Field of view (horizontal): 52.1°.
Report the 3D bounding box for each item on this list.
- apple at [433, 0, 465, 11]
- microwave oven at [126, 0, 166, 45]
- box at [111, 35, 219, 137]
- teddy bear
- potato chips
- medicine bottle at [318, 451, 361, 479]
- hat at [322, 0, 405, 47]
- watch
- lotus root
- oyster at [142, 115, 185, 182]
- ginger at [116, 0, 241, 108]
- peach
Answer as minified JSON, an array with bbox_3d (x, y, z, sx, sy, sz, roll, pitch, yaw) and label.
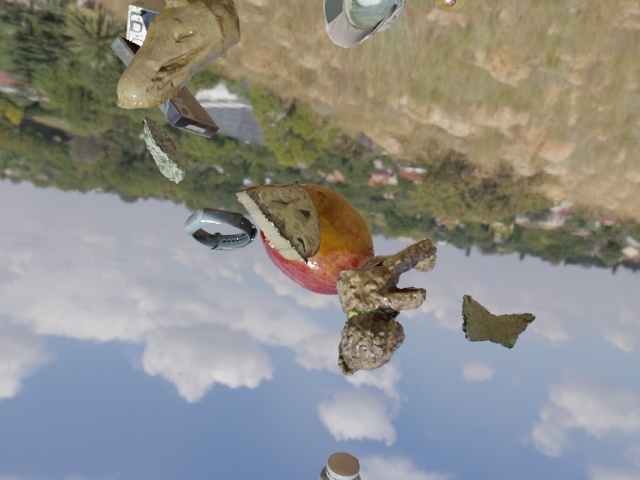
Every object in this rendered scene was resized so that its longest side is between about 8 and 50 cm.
[{"bbox_3d":[0.329,-0.620,1.666,0.071,0.084,0.084,46,161,-29],"label":"apple"},{"bbox_3d":[-0.449,-0.634,1.995,0.240,0.145,0.194,13,-146,-5],"label":"microwave oven"},{"bbox_3d":[-0.429,-0.424,1.818,0.325,0.047,0.180,50,-163,18],"label":"box"},{"bbox_3d":[0.153,0.142,1.450,0.296,0.223,0.246,-19,176,-41],"label":"teddy bear"},{"bbox_3d":[0.417,0.190,1.558,0.228,0.059,0.167,16,-153,-19],"label":"potato chips"},{"bbox_3d":[0.042,0.619,1.609,0.106,0.192,0.107,8,-154,-4],"label":"medicine bottle"},{"bbox_3d":[0.140,-0.690,1.991,0.232,0.275,0.161,25,161,26],"label":"hat"},{"bbox_3d":[-0.306,-0.030,1.996,0.193,0.068,0.206,23,150,-24],"label":"watch"},{"bbox_3d":[-0.090,-0.066,1.691,0.074,0.261,0.170,-6,-146,49],"label":"lotus root"},{"bbox_3d":[-0.385,-0.222,1.588,0.064,0.177,0.125,-26,-169,-2],"label":"oyster"},{"bbox_3d":[-0.309,-0.408,1.411,0.126,0.354,0.190,24,162,39],"label":"ginger"},{"bbox_3d":[-0.002,0.002,1.975,0.372,0.290,0.373,38,168,9],"label":"peach"}]
